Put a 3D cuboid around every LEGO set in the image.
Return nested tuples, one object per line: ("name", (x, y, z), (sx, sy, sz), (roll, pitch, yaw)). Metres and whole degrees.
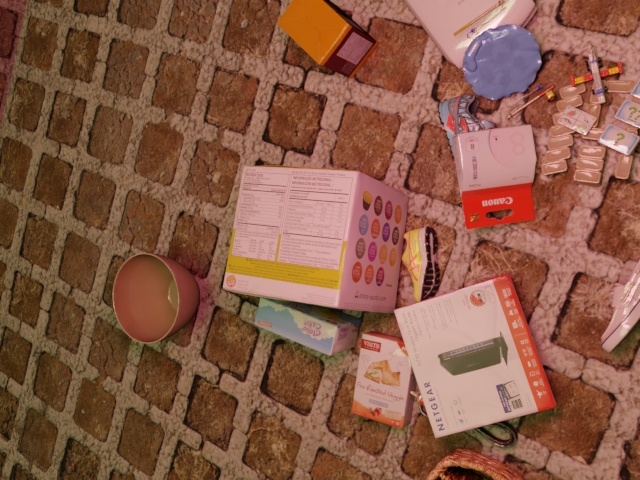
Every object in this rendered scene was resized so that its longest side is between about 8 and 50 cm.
("LEGO set", (0.650, -0.331, 1.476), (0.244, 0.060, 0.182), (35, 96, 28))

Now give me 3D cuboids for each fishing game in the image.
("fishing game", (0.443, -0.435, 1.565), (0.189, 0.041, 0.264), (-36, 107, 23))

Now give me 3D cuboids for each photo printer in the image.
("photo printer", (0.375, -0.607, 1.619), (0.256, 0.107, 0.307), (-38, 73, 24))

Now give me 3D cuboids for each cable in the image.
("cable", (0.360, 0.456, 1.651), (0.287, 0.072, 0.139), (39, 105, 24))

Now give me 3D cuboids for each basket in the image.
("basket", (0.392, 0.667, 1.550), (0.299, 0.223, 0.213), (32, 105, 26))

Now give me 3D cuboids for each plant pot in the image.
("plant pot", (-0.503, 0.181, 2.071), (0.284, 0.191, 0.283), (0, 89, 30))

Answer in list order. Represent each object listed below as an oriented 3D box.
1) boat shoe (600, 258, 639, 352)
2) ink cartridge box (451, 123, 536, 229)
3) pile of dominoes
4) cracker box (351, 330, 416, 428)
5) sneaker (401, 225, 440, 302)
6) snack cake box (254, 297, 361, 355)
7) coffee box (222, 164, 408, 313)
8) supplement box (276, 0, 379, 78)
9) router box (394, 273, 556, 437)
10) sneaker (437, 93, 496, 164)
("boat shoe", (0.702, 0.127, 1.446), (0.088, 0.096, 0.267), (35, 106, 29))
("ink cartridge box", (0.434, -0.156, 1.558), (0.189, 0.066, 0.232), (-8, 85, -6))
("pile of dominoes", (0.650, -0.258, 1.519), (0.196, 0.040, 0.251), (12, 88, 30))
("cracker box", (0.181, 0.380, 1.756), (0.156, 0.067, 0.232), (10, 94, 29))
("sneaker", (0.262, 0.067, 1.711), (0.094, 0.082, 0.208), (-1, 86, 40))
("snack cake box", (-0.036, 0.234, 1.830), (0.265, 0.152, 0.089), (17, 98, 28))
("coffee box", (0.000, 0.000, 1.683), (0.338, 0.338, 0.334), (6, 85, 30))
("supplement box", (0.023, -0.574, 1.768), (0.191, 0.194, 0.129), (49, 112, 20))
("router box", (0.380, 0.288, 1.592), (0.301, 0.082, 0.335), (-20, 80, 13))
("sneaker", (0.389, -0.255, 1.616), (0.125, 0.104, 0.261), (-22, 80, 26))
